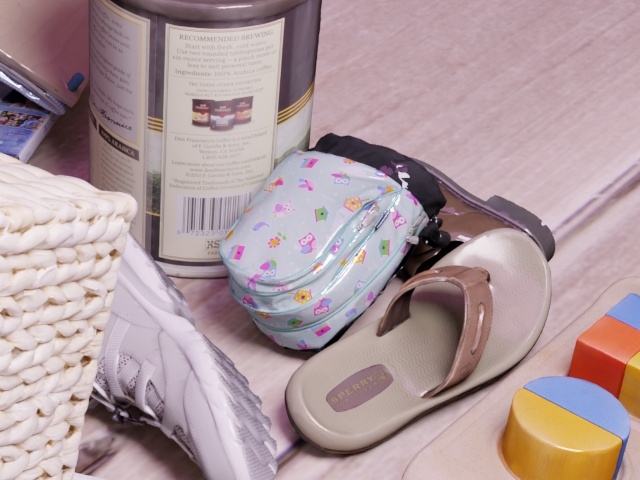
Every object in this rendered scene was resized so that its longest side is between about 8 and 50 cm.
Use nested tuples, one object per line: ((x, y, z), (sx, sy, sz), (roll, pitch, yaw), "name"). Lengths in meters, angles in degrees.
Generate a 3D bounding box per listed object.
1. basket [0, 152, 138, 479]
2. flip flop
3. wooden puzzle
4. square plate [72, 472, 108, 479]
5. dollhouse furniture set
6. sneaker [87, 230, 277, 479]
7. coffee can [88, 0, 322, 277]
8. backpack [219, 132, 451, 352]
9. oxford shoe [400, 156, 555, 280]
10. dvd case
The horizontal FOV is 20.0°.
((-0.335, 0.059, 1.131), (0.331, 0.267, 0.328), (18, 9, 15), "basket")
((0.087, 0.072, 1.460), (0.277, 0.080, 0.112), (-30, 65, -30), "flip flop")
((0.283, 0.162, 1.397), (0.322, 0.081, 0.348), (28, 43, 26), "wooden puzzle")
((-0.257, 0.276, 1.208), (0.344, 0.049, 0.347), (12, 38, 7), "square plate")
((-0.347, -0.177, 1.708), (0.303, 0.198, 0.286), (32, 44, -15), "dollhouse furniture set")
((-0.130, 0.112, 1.426), (0.115, 0.105, 0.281), (-39, 51, 0), "sneaker")
((-0.103, -0.135, 1.576), (0.201, 0.275, 0.201), (4, 37, -3), "coffee can")
((0.000, 0.000, 1.514), (0.152, 0.115, 0.182), (17, 60, 44), "backpack")
((0.085, -0.012, 1.601), (0.227, 0.083, 0.096), (21, 48, 24), "oxford shoe")
((-0.337, -0.127, 1.701), (0.180, 0.022, 0.253), (8, 25, 4), "dvd case")
